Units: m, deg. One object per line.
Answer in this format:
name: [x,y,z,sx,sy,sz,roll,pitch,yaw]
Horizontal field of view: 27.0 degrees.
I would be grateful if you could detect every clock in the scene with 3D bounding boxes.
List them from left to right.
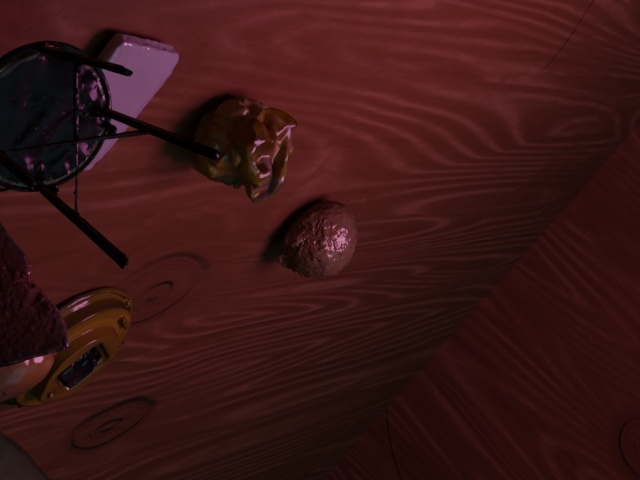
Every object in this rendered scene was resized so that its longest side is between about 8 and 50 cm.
clock: [-0.349,0.163,1.873,0.237,0.057,0.237,-38,161,-16]

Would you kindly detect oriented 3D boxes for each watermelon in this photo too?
watermelon: [-0.387,0.081,1.441,0.202,0.136,0.207,-10,-148,20]

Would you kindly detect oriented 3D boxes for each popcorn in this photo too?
popcorn: [-0.093,-0.119,1.699,0.126,0.126,0.145,-64,148,-15]

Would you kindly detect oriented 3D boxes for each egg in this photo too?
egg: [0.000,0.000,2.138,0.118,0.116,0.140,32,104,-25]

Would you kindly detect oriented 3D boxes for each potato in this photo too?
potato: [-0.415,0.151,1.642,0.178,0.118,0.109,-20,118,-21]

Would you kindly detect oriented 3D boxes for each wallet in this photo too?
wallet: [-0.239,-0.150,1.468,0.183,0.032,0.124,-48,161,19]

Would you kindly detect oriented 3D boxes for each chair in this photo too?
chair: [-0.252,-0.106,1.239,0.160,0.325,0.170,-51,132,-7]

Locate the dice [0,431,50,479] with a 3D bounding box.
dice: [-0.502,0.440,1.669,0.330,0.322,0.318,-38,175,41]
